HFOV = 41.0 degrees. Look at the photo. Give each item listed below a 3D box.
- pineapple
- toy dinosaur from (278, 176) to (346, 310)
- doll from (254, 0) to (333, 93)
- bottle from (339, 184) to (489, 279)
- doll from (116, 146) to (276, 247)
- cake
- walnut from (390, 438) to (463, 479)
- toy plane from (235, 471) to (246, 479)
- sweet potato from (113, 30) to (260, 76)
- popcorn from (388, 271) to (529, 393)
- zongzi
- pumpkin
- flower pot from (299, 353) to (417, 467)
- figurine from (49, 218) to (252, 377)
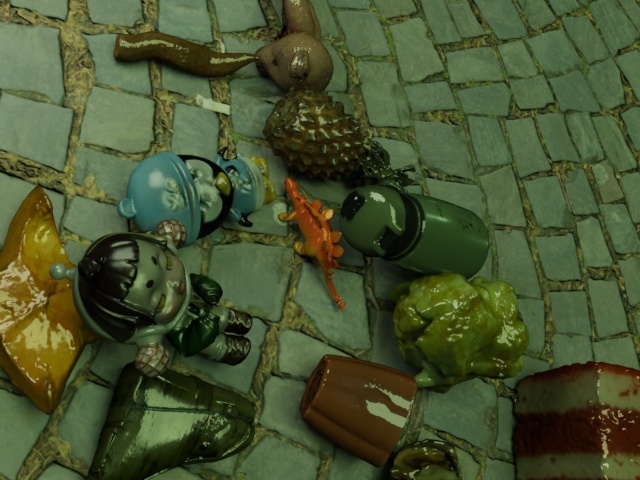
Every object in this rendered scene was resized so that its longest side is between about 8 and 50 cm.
[{"bbox_3d":[0.050,-0.167,1.757,0.361,0.175,0.175,37,59,-32],"label":"pineapple"},{"bbox_3d":[0.000,0.000,1.683,0.071,0.117,0.288,-20,82,-34],"label":"toy dinosaur"},{"bbox_3d":[-0.072,-0.431,1.774,0.156,0.201,0.303,-15,73,5],"label":"doll"},{"bbox_3d":[0.183,-0.019,1.711,0.347,0.169,0.168,16,66,-46],"label":"bottle"},{"bbox_3d":[-0.227,-0.085,1.568,0.314,0.141,0.177,-17,87,-36],"label":"doll"},{"bbox_3d":[0.586,0.428,1.791,0.270,0.269,0.319,11,70,-26],"label":"cake"},{"bbox_3d":[0.225,0.503,1.631,0.204,0.141,0.238,-8,38,-38],"label":"walnut"},{"bbox_3d":[-0.134,0.516,1.404,0.256,0.104,0.241,-53,139,-69],"label":"toy plane"},{"bbox_3d":[-0.261,-0.364,1.682,0.282,0.067,0.059,5,28,-29],"label":"sweet potato"},{"bbox_3d":[0.273,0.173,1.689,0.277,0.276,0.225,3,66,-29],"label":"popcorn"},{"bbox_3d":[-0.248,0.360,1.423,0.251,0.125,0.274,22,66,-15],"label":"zongzi"},{"bbox_3d":[-0.459,0.098,1.402,0.258,0.095,0.290,43,52,-14],"label":"pumpkin"},{"bbox_3d":[0.061,0.305,1.598,0.173,0.190,0.190,23,64,-7],"label":"flower pot"},{"bbox_3d":[-0.264,0.104,1.429,0.370,0.167,0.281,32,49,-41],"label":"figurine"}]
